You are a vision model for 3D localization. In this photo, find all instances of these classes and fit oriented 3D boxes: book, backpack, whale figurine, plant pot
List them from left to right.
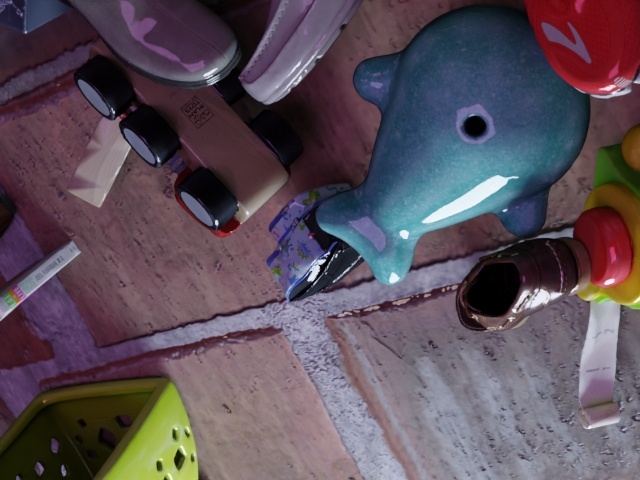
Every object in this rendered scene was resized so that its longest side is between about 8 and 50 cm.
[{"bbox_3d":[-0.348,0.059,1.345,0.096,0.144,0.035,-29,101,36],"label":"book"},{"bbox_3d":[-0.270,0.321,1.414,0.227,0.228,0.207,-9,119,30],"label":"plant pot"},{"bbox_3d":[0.000,0.000,1.162,0.084,0.105,0.114,55,133,18],"label":"backpack"},{"bbox_3d":[0.107,-0.074,1.008,0.216,0.141,0.272,44,110,-2],"label":"whale figurine"}]

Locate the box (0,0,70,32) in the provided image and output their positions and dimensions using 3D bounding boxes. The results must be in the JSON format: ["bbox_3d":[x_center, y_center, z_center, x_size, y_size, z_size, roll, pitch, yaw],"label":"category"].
[{"bbox_3d":[-0.326,-0.311,1.153,0.158,0.093,0.156,22,125,13],"label":"box"}]

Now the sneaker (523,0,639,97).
[{"bbox_3d":[0.161,-0.233,0.881,0.107,0.118,0.279,-28,77,43],"label":"sneaker"}]

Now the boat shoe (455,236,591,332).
[{"bbox_3d":[0.164,0.043,1.070,0.207,0.073,0.073,132,121,-66],"label":"boat shoe"}]

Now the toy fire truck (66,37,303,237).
[{"bbox_3d":[-0.159,-0.089,1.182,0.217,0.158,0.246,47,164,-3],"label":"toy fire truck"}]

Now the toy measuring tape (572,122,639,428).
[{"bbox_3d":[0.281,0.055,1.034,0.121,0.121,0.330,11,121,21],"label":"toy measuring tape"}]

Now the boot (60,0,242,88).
[{"bbox_3d":[-0.184,-0.232,0.995,0.246,0.083,0.161,34,168,12],"label":"boot"}]

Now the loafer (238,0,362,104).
[{"bbox_3d":[0.003,-0.260,0.999,0.111,0.112,0.319,29,119,-8],"label":"loafer"}]

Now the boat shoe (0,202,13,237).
[{"bbox_3d":[-0.481,0.025,1.429,0.089,0.104,0.285,48,117,1],"label":"boat shoe"}]
